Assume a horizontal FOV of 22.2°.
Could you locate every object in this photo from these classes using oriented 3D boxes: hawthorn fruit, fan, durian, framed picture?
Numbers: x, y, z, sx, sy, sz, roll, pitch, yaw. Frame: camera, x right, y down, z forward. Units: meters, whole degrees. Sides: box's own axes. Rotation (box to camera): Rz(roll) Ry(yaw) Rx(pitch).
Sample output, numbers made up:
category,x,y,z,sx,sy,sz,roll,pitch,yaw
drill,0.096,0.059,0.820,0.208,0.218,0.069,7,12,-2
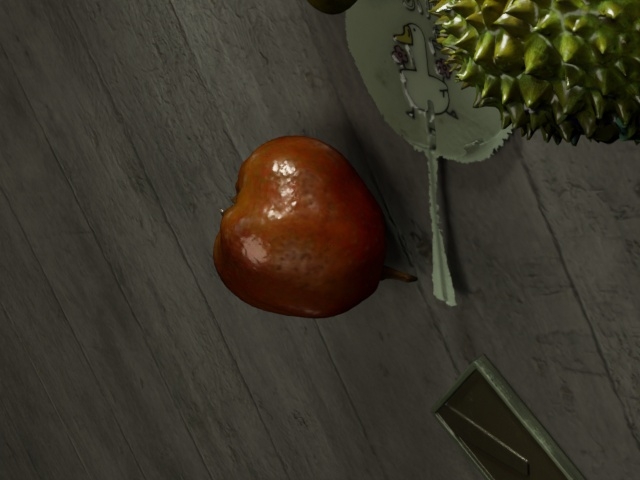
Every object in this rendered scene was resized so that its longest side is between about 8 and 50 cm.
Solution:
category,x,y,z,sx,sy,sz,roll,pitch,yaw
hawthorn fruit,0.000,0.000,1.751,0.225,0.196,0.196,26,146,0
fan,0.110,-0.111,1.615,0.233,0.012,0.414,30,138,41
durian,0.213,-0.168,1.164,0.291,0.291,0.224,124,138,-58
framed picture,0.211,0.234,1.783,0.203,0.015,0.150,50,150,13

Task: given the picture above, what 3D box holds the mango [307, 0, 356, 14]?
category,x,y,z,sx,sy,sz,roll,pitch,yaw
mango,-0.034,-0.337,1.522,0.267,0.111,0.133,58,155,-15
